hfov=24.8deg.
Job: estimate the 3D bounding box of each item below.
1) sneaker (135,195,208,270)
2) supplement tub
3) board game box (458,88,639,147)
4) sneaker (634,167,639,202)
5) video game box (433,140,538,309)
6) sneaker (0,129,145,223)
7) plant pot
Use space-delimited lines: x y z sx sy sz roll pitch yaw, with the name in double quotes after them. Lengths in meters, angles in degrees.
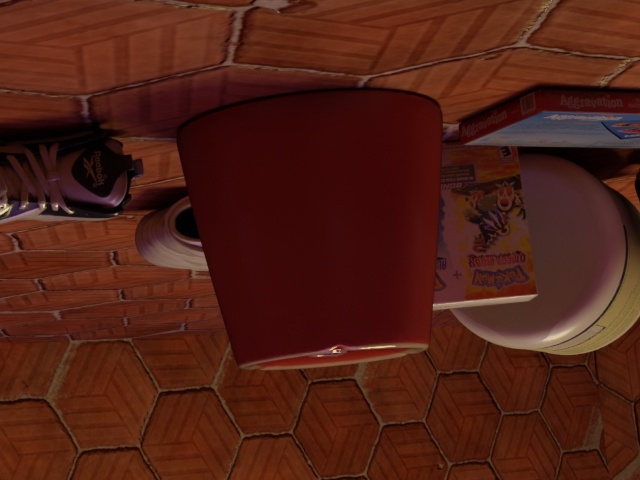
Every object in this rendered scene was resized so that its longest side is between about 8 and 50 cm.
-0.069 -0.006 1.813 0.292 0.108 0.169 -1 173 -20 "sneaker"
0.295 0.025 1.843 0.235 0.235 0.325 -10 170 21 "supplement tub"
0.304 -0.128 1.550 0.281 0.027 0.145 -1 171 -30 "board game box"
0.431 -0.018 1.779 0.100 0.108 0.271 20 -161 -6 "sneaker"
0.129 -0.016 1.628 0.205 0.187 0.048 -6 171 -7 "video game box"
-0.259 -0.061 1.377 0.153 0.094 0.235 -13 169 29 "sneaker"
0.000 0.000 1.461 0.275 0.243 0.275 -5 172 -1 "plant pot"
